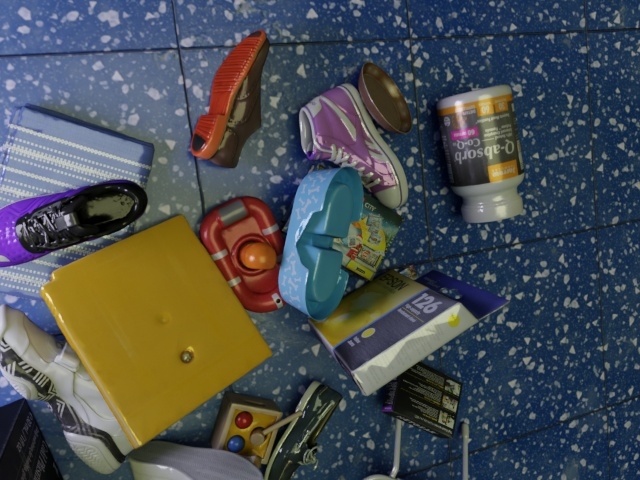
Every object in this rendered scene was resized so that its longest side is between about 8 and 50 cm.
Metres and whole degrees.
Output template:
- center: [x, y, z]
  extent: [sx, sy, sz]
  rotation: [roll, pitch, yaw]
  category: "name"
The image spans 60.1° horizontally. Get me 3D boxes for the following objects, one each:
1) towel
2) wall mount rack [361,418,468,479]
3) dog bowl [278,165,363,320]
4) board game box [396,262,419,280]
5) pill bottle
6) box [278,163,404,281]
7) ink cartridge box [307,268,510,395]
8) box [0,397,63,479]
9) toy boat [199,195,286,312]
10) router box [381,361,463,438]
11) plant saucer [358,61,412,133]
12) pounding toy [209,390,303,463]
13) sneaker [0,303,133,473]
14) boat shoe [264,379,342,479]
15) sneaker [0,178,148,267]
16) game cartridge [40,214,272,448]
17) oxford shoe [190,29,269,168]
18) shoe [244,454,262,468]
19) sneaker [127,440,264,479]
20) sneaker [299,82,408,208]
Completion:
- center: [-0.460, -0.053, 1.000]
  extent: [0.244, 0.040, 0.335]
  rotation: [15, 91, -23]
  category: "towel"
- center: [0.219, 0.544, 1.257]
  extent: [0.350, 0.130, 0.304]
  rotation: [27, 89, -20]
  category: "wall mount rack"
- center: [0.000, 0.000, 1.063]
  extent: [0.166, 0.074, 0.296]
  rotation: [10, 93, -61]
  category: "dog bowl"
- center: [0.188, 0.113, 1.256]
  extent: [0.090, 0.020, 0.090]
  rotation: [-32, 105, -14]
  category: "board game box"
- center: [0.356, -0.188, 1.215]
  extent: [0.162, 0.162, 0.278]
  rotation: [-16, 100, -18]
  category: "pill bottle"
- center: [0.046, -0.036, 1.177]
  extent: [0.233, 0.044, 0.159]
  rotation: [31, 84, -20]
  category: "box"
- center: [0.151, 0.140, 1.078]
  extent: [0.307, 0.304, 0.072]
  rotation: [-33, 105, -9]
  category: "ink cartridge box"
- center: [-0.509, 0.564, 0.796]
  extent: [0.298, 0.480, 0.471]
  rotation: [-20, 102, -18]
  category: "box"
- center: [-0.126, 0.032, 1.063]
  extent: [0.151, 0.151, 0.230]
  rotation: [-29, 104, -15]
  category: "toy boat"
- center: [0.234, 0.355, 1.257]
  extent: [0.179, 0.046, 0.133]
  rotation: [29, 61, -19]
  category: "router box"
- center: [0.131, -0.290, 1.150]
  extent: [0.168, 0.029, 0.168]
  rotation: [33, 42, -36]
  category: "plant saucer"
- center: [-0.131, 0.377, 1.120]
  extent: [0.141, 0.100, 0.130]
  rotation: [18, 89, -21]
  category: "pounding toy"
- center: [-0.404, 0.225, 0.992]
  extent: [0.210, 0.137, 0.365]
  rotation: [-35, 110, -15]
  category: "sneaker"
- center: [-0.034, 0.424, 1.160]
  extent: [0.079, 0.095, 0.254]
  rotation: [24, 78, 21]
  category: "boat shoe"
- center: [-0.429, -0.034, 0.914]
  extent: [0.294, 0.146, 0.102]
  rotation: [-23, 106, -19]
  category: "sneaker"
- center: [-0.282, 0.144, 0.976]
  extent: [0.285, 0.053, 0.323]
  rotation: [-30, 82, -35]
  category: "game cartridge"
- center: [-0.155, -0.271, 1.069]
  extent: [0.098, 0.097, 0.271]
  rotation: [25, 91, -40]
  category: "oxford shoe"
- center: [-0.171, 0.491, 1.088]
  extent: [0.058, 0.076, 0.219]
  rotation: [21, 124, -10]
  category: "shoe"
- center: [-0.225, 0.486, 1.033]
  extent: [0.108, 0.293, 0.169]
  rotation: [-23, 112, -59]
  category: "sneaker"
- center: [0.055, -0.164, 1.130]
  extent: [0.161, 0.102, 0.282]
  rotation: [-34, 95, -27]
  category: "sneaker"
